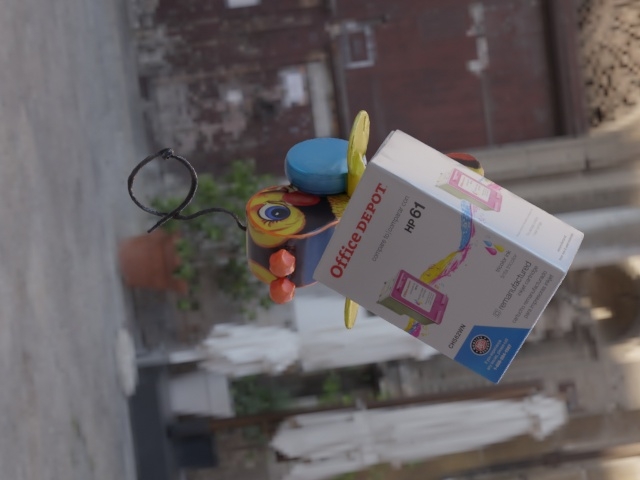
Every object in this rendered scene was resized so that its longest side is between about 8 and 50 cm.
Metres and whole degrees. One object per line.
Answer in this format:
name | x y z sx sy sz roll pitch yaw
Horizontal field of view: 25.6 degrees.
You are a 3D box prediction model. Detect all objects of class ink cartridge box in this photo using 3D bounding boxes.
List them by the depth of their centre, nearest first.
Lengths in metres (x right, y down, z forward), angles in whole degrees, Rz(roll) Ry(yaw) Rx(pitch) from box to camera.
ink cartridge box | 0.069 0.008 0.781 0.052 0.122 0.088 -50 168 -55

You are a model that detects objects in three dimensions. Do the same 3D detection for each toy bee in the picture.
toy bee | 0.000 0.000 1.193 0.162 0.298 0.195 -99 167 -56
